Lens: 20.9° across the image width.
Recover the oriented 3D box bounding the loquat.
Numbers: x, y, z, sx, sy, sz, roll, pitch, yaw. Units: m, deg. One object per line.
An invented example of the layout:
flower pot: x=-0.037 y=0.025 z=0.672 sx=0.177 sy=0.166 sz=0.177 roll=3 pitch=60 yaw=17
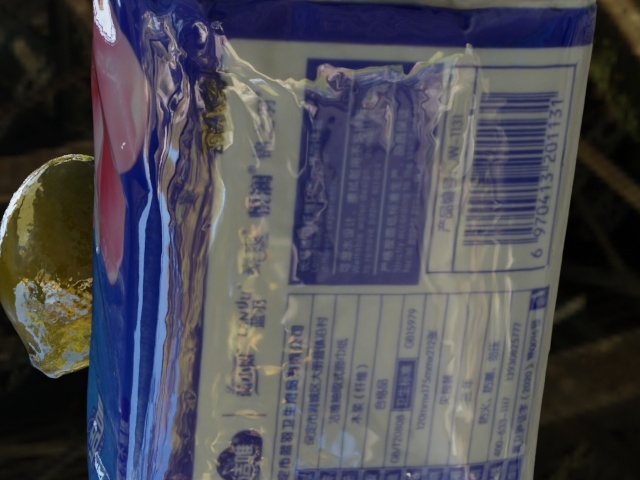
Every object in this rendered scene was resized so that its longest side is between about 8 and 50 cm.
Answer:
loquat: x=-0.204 y=0.020 z=1.478 sx=0.152 sy=0.195 sz=0.152 roll=19 pitch=-175 yaw=-2

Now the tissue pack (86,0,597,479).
tissue pack: x=0.000 y=0.000 z=0.790 sx=0.209 sy=0.270 sz=0.137 roll=-1 pitch=-158 yaw=-10
